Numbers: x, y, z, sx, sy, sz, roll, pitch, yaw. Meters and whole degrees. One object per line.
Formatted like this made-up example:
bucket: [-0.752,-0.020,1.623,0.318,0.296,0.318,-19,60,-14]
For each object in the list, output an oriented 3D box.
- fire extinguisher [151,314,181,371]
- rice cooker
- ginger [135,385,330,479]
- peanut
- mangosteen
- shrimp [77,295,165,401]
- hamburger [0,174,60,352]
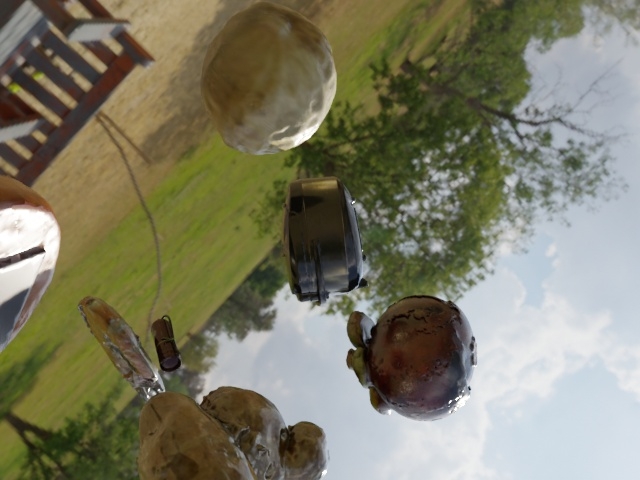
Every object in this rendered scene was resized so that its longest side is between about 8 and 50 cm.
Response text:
fire extinguisher: [-0.276,0.175,1.283,0.056,0.039,0.132,-54,-145,17]
rice cooker: [0.000,0.000,0.928,0.107,0.165,0.112,-14,178,-6]
ginger: [-0.124,0.305,1.036,0.304,0.245,0.155,-13,136,-55]
peanut: [-0.057,-0.167,0.773,0.159,0.141,0.109,-60,169,-4]
mangosteen: [0.118,0.158,0.968,0.180,0.166,0.166,-9,-155,27]
shrimp: [-0.326,0.214,1.280,0.062,0.316,0.164,-39,-136,-22]
hamburger: [-0.392,0.016,0.632,0.291,0.225,0.291,-50,172,-10]
